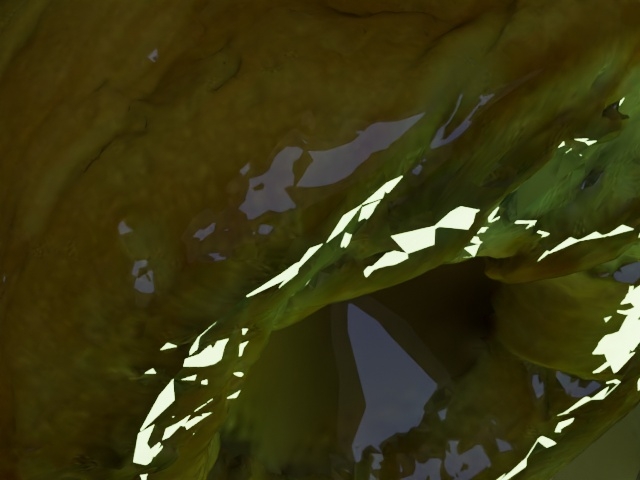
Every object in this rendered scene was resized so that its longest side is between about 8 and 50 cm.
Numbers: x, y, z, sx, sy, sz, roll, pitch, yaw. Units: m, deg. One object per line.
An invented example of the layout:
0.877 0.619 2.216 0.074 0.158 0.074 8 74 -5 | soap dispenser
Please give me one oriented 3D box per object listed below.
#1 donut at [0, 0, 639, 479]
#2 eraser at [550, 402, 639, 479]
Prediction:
0.000 0.000 0.696 0.360 0.170 0.360 -22 147 -16 | donut
0.266 0.029 0.987 0.331 0.150 0.331 -13 121 -24 | eraser
